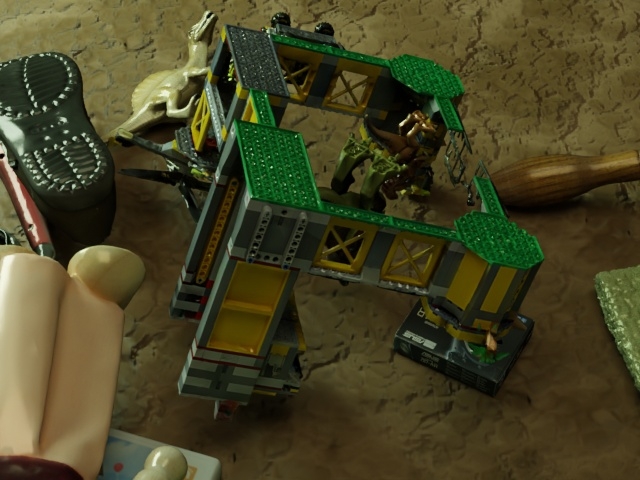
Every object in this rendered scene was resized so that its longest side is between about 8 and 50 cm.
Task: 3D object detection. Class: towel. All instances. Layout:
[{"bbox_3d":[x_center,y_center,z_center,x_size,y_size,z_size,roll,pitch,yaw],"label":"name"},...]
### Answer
[{"bbox_3d":[0.268,0.073,1.157,0.110,0.027,0.148,-10,52,-10],"label":"towel"}]

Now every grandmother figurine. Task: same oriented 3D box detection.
[{"bbox_3d":[-0.190,0.151,0.990,0.208,0.104,0.342,-6,47,3],"label":"grandmother figurine"}]

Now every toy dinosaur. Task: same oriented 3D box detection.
[{"bbox_3d":[-0.123,-0.110,1.292,0.093,0.053,0.183,20,56,36],"label":"toy dinosaur"}]

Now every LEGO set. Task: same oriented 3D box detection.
[{"bbox_3d":[0.000,0.000,1.140,0.255,0.192,0.331,6,34,-25],"label":"LEGO set"}]

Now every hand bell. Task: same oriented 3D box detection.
[{"bbox_3d":[0.244,-0.060,1.239,0.242,0.126,0.126,-8,49,6],"label":"hand bell"}]

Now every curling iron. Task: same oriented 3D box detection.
[{"bbox_3d":[-0.256,-0.063,1.242,0.068,0.035,0.274,-10,51,-12],"label":"curling iron"}]

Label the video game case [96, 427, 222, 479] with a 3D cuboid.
[{"bbox_3d":[-0.195,0.194,1.031,0.212,0.023,0.193,15,50,10],"label":"video game case"}]

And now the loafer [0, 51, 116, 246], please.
[{"bbox_3d":[-0.206,-0.068,1.202,0.080,0.078,0.220,-14,39,-11],"label":"loafer"}]

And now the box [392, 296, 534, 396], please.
[{"bbox_3d":[0.104,0.069,1.158,0.083,0.018,0.067,25,52,17],"label":"box"}]
